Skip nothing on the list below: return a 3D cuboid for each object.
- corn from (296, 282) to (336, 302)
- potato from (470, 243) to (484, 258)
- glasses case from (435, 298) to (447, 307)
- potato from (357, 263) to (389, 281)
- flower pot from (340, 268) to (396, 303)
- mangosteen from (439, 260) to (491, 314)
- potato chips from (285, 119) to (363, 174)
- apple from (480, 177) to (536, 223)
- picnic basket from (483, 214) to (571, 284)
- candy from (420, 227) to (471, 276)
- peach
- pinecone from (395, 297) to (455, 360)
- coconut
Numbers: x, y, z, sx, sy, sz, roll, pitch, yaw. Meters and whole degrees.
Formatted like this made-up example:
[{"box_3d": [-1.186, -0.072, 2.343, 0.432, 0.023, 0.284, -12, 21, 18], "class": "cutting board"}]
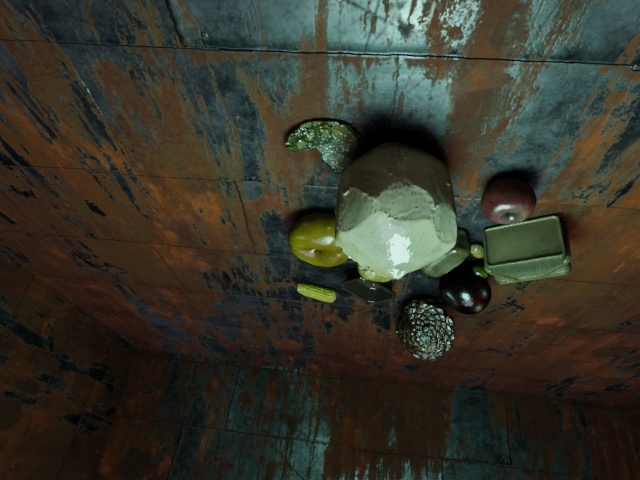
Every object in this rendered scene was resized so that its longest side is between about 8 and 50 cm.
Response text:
[{"box_3d": [-0.020, 0.254, 2.063, 0.203, 0.072, 0.072, 16, 149, -9], "class": "corn"}, {"box_3d": [0.587, 0.037, 1.574, 0.051, 0.040, 0.083, -24, 139, 24], "class": "potato"}, {"box_3d": [0.584, 0.300, 2.033, 0.033, 0.023, 0.083, 7, 153, 43], "class": "glasses case"}, {"box_3d": [0.229, 0.117, 1.737, 0.170, 0.107, 0.080, 22, -171, -21], "class": "potato"}, {"box_3d": [0.217, 0.194, 1.888, 0.178, 0.084, 0.250, -21, 138, 41], "class": "flower pot"}, {"box_3d": [0.587, 0.185, 1.687, 0.216, 0.216, 0.216, 6, 150, 4], "class": "mangosteen"}, {"box_3d": [0.010, -0.273, 1.214, 0.219, 0.029, 0.202, 9, 149, -7], "class": "potato chips"}, {"box_3d": [0.553, -0.117, 1.247, 0.153, 0.120, 0.153, 3, 154, 1], "class": "apple"}, {"box_3d": [0.693, 0.033, 1.419, 0.266, 0.165, 0.139, -14, 142, 32], "class": "picnic basket"}, {"box_3d": [0.459, 0.051, 1.564, 0.102, 0.104, 0.234, 19, 148, -15], "class": "candy"}, {"box_3d": [0.000, 0.000, 1.555, 0.251, 0.153, 0.251, 2, 144, 1], "class": "peach"}, {"box_3d": [0.504, 0.419, 2.016, 0.241, 0.299, 0.296, -12, 172, -14], "class": "pinecone"}, {"box_3d": [0.204, -0.072, 1.173, 0.346, 0.361, 0.346, 4, 150, 3], "class": "coconut"}]
